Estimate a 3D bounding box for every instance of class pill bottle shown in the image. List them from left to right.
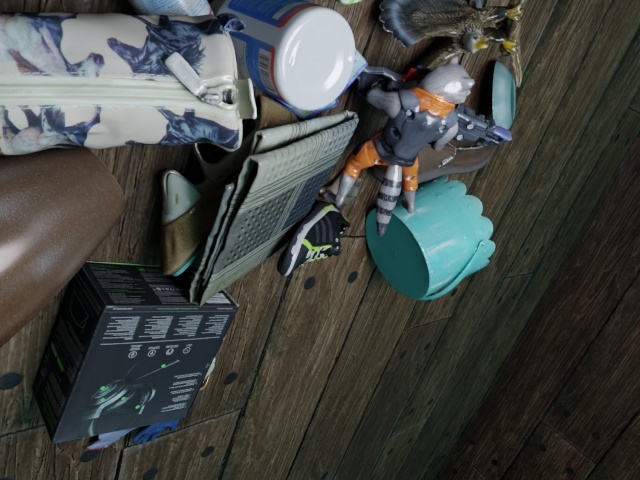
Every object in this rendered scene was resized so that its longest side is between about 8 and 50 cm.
[{"bbox_3d":[-0.203,-0.323,0.574,0.087,0.087,0.160,-42,141,-12],"label":"pill bottle"},{"bbox_3d":[-0.068,-0.267,0.643,0.124,0.221,0.124,-26,135,-28],"label":"pill bottle"}]

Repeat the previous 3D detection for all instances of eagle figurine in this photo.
[{"bbox_3d":[0.249,-0.393,0.927,0.299,0.225,0.226,-13,92,3],"label":"eagle figurine"}]

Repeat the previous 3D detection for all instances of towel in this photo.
[{"bbox_3d":[-0.082,-0.066,0.804,0.324,0.056,0.312,-39,164,-53],"label":"towel"}]

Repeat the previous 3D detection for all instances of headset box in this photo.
[{"bbox_3d":[-0.320,0.194,0.827,0.246,0.131,0.282,8,113,-48],"label":"headset box"}]

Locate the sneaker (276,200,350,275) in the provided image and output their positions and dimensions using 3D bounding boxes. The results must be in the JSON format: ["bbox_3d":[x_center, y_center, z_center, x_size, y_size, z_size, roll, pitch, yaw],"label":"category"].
[{"bbox_3d":[0.000,0.000,0.949,0.084,0.097,0.234,-55,180,43],"label":"sneaker"}]

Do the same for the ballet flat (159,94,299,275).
[{"bbox_3d":[-0.173,-0.103,0.773,0.342,0.116,0.124,-48,121,-5],"label":"ballet flat"}]

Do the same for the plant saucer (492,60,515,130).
[{"bbox_3d":[0.458,-0.347,1.177,0.195,0.038,0.194,-6,97,-61],"label":"plant saucer"}]

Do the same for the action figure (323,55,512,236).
[{"bbox_3d":[0.196,-0.171,0.883,0.342,0.178,0.330,13,134,-11],"label":"action figure"}]

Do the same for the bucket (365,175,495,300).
[{"bbox_3d":[0.250,-0.002,1.141,0.183,0.281,0.281,-26,135,-20],"label":"bucket"}]

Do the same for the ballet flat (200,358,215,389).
[{"bbox_3d":[-0.229,0.207,0.975,0.080,0.073,0.232,-3,121,-44],"label":"ballet flat"}]

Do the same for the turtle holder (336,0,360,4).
[{"bbox_3d":[0.062,-0.458,0.597,0.321,0.243,0.227,-18,133,-17],"label":"turtle holder"}]

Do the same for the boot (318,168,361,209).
[{"bbox_3d":[0.040,-0.120,1.019,0.118,0.042,0.086,31,90,-53],"label":"boot"}]

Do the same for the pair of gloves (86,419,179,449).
[{"bbox_3d":[-0.367,0.380,0.981,0.159,0.023,0.198,-41,148,19],"label":"pair of gloves"}]

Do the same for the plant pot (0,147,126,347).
[{"bbox_3d":[-0.369,-0.018,0.580,0.230,0.216,0.215,-44,144,-34],"label":"plant pot"}]

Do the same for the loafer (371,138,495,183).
[{"bbox_3d":[0.282,-0.225,1.095,0.366,0.134,0.130,-23,134,-32],"label":"loafer"}]

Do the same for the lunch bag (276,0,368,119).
[{"bbox_3d":[-0.017,-0.286,0.791,0.151,0.096,0.129,-44,146,14],"label":"lunch bag"}]

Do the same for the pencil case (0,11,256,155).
[{"bbox_3d":[-0.280,-0.159,0.490,0.411,0.184,0.159,-9,102,-24],"label":"pencil case"}]
